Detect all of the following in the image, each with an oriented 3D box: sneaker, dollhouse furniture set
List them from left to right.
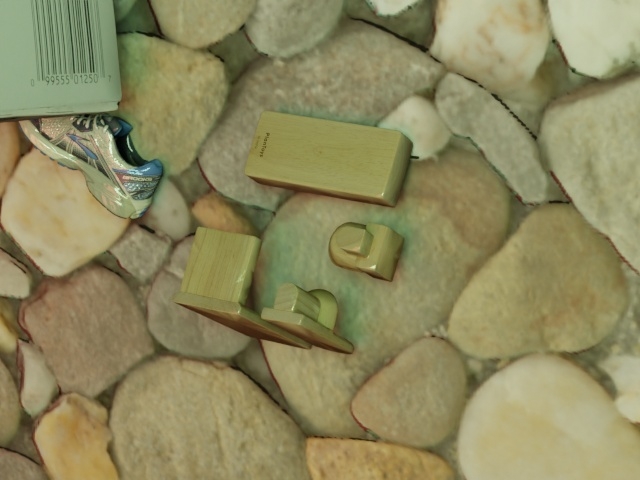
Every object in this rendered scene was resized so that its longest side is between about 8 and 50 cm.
[{"bbox_3d":[-0.176,-0.080,1.356,0.135,0.052,0.058,39,114,3],"label":"sneaker"},{"bbox_3d":[0.000,0.000,1.290,0.144,0.123,0.151,11,79,27],"label":"dollhouse furniture set"}]

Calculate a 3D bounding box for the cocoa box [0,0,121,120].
[{"bbox_3d":[-0.338,-0.188,1.201,0.228,0.347,0.231,-2,95,32],"label":"cocoa box"}]
